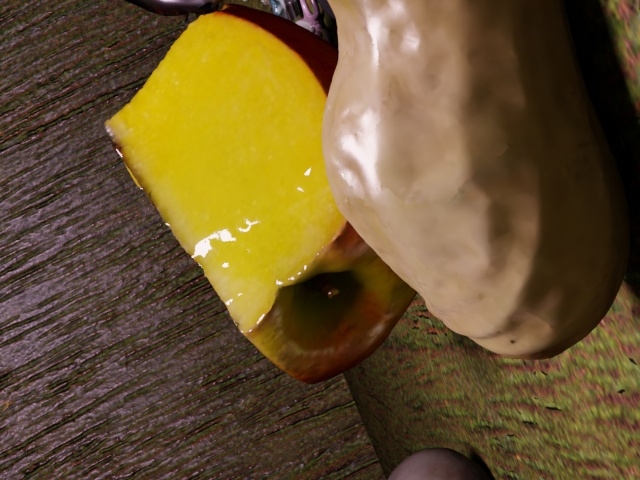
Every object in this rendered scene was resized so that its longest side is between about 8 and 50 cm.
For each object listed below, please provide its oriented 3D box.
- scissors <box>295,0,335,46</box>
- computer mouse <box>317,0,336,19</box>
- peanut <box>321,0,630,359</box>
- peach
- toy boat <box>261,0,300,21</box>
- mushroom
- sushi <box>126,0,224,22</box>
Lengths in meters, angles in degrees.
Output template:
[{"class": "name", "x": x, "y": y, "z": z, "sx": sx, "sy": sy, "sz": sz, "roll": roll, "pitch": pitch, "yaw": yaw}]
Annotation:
[{"class": "scissors", "x": -0.015, "y": -0.238, "z": 1.449, "sx": 0.085, "sy": 0.022, "sz": 0.176, "roll": 65, "pitch": 172, "yaw": -10}, {"class": "computer mouse", "x": 0.046, "y": -0.181, "z": 0.840, "sx": 0.217, "sy": 0.073, "sz": 0.122, "roll": 50, "pitch": 165, "yaw": 51}, {"class": "peanut", "x": 0.065, "y": -0.079, "z": 0.672, "sx": 0.147, "sy": 0.147, "sz": 0.319, "roll": -130, "pitch": 19, "yaw": -72}, {"class": "peach", "x": -0.034, "y": -0.065, "z": 1.238, "sx": 0.380, "sy": 0.242, "sz": 0.306, "roll": 48, "pitch": -174, "yaw": 33}, {"class": "toy boat", "x": -0.074, "y": -0.305, "z": 1.530, "sx": 0.059, "sy": 0.066, "sz": 0.140, "roll": 70, "pitch": 176, "yaw": -58}, {"class": "mushroom", "x": 0.161, "y": 0.321, "z": 1.519, "sx": 0.188, "sy": 0.141, "sz": 0.117, "roll": 60, "pitch": 137, "yaw": 28}, {"class": "sushi", "x": -0.192, "y": -0.401, "z": 1.673, "sx": 0.200, "sy": 0.204, "sz": 0.213, "roll": 113, "pitch": 174, "yaw": -46}]
